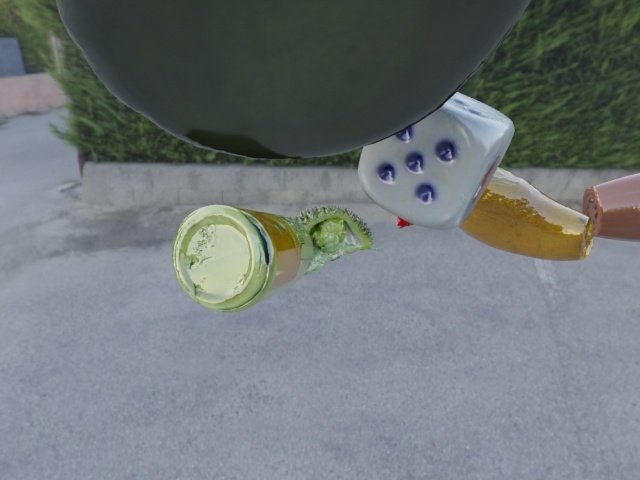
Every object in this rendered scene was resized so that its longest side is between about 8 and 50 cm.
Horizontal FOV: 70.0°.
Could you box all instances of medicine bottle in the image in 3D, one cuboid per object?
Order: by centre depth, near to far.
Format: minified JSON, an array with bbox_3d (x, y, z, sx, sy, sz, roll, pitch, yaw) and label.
[{"bbox_3d":[-0.084,0.018,0.600,0.124,0.124,0.239,8,3,11],"label":"medicine bottle"}]

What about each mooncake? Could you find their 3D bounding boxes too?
[{"bbox_3d":[-0.015,-0.233,0.363,0.356,0.356,0.194,-4,65,-15],"label":"mooncake"}]

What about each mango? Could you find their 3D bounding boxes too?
[{"bbox_3d":[0.399,-0.057,0.979,0.359,0.187,0.144,29,74,9],"label":"mango"}]

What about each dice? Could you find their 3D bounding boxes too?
[{"bbox_3d":[0.189,-0.141,0.757,0.192,0.194,0.193,30,33,20],"label":"dice"}]

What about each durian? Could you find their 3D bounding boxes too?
[{"bbox_3d":[0.001,-0.009,1.221,0.355,0.170,0.157,-13,-2,-40],"label":"durian"}]

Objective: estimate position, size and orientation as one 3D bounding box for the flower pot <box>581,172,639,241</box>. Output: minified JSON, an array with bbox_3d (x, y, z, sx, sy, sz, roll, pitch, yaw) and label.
[{"bbox_3d":[0.759,-0.077,1.129,0.173,0.191,0.191,-4,24,14],"label":"flower pot"}]

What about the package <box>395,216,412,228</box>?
[{"bbox_3d":[0.238,-0.237,1.187,0.196,0.424,0.123,-15,36,12],"label":"package"}]
